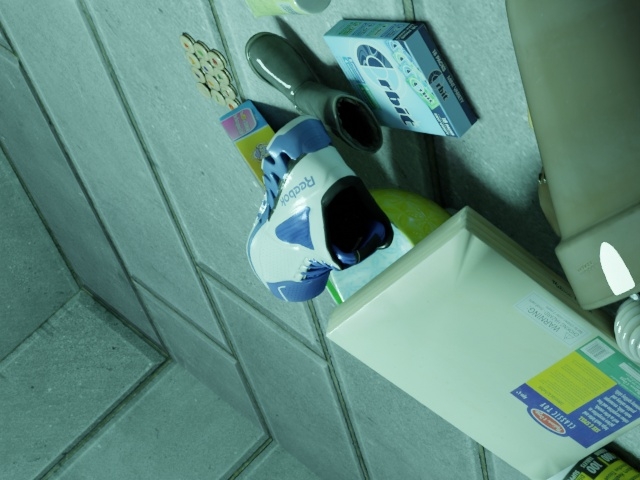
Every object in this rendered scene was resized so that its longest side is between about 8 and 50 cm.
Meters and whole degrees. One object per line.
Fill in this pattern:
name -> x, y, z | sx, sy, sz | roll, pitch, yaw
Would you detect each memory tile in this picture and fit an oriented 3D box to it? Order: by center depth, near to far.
memory tile -> -0.186, -0.280, 2.212 | 0.113, 0.012, 0.148 | 33, 157, 33

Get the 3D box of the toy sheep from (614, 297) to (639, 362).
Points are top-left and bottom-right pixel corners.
toy sheep -> 0.415, 0.117, 1.649 | 0.091, 0.091, 0.132 | 56, -174, -26

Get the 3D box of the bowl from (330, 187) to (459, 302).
bowl -> 0.148, 0.036, 1.901 | 0.289, 0.156, 0.289 | 42, 149, 33

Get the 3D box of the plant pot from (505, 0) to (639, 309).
plant pot -> 0.304, -0.133, 1.130 | 0.280, 0.323, 0.323 | 61, 161, 5

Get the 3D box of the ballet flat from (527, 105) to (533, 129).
ballet flat -> 0.302, -0.141, 1.405 | 0.232, 0.080, 0.073 | 15, 129, 53

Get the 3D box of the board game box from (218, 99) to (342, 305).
board game box -> -0.046, -0.067, 2.107 | 0.242, 0.064, 0.316 | 59, 178, -32

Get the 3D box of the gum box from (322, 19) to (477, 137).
gum box -> 0.102, -0.213, 1.713 | 0.184, 0.041, 0.157 | 16, 145, 54

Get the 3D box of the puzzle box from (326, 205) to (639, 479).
puzzle box -> 0.247, 0.152, 1.743 | 0.409, 0.052, 0.272 | 36, 126, -20

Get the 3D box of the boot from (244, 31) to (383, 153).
boot -> -0.011, -0.208, 1.838 | 0.190, 0.076, 0.208 | 40, -175, -23

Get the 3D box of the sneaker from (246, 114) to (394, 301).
sneaker -> 0.000, -0.001, 1.810 | 0.182, 0.127, 0.315 | 47, 149, 32

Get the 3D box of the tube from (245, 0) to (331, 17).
tube -> -0.063, -0.343, 1.787 | 0.240, 0.062, 0.070 | 19, 103, 61

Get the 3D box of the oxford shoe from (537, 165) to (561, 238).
oxford shoe -> 0.296, -0.067, 1.548 | 0.096, 0.083, 0.227 | 43, 160, 21

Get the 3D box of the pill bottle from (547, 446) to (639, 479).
pill bottle -> 0.500, 0.476, 2.033 | 0.334, 0.188, 0.188 | 34, 157, 29

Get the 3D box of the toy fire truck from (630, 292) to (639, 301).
toy fire truck -> 0.417, 0.040, 1.559 | 0.192, 0.047, 0.135 | 40, 158, 14
